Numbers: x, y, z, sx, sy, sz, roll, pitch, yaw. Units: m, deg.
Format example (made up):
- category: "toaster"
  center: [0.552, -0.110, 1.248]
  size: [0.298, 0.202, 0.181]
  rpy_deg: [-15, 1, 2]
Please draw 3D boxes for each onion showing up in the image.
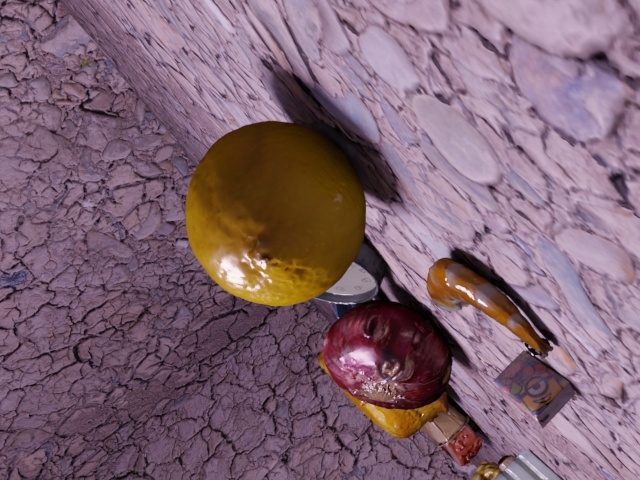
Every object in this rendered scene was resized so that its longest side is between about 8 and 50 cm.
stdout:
- category: "onion"
  center: [0.131, 0.212, 1.427]
  size: [0.246, 0.190, 0.246]
  rpy_deg: [18, 149, 11]

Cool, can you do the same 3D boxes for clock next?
- category: "clock"
  center: [0.008, 0.049, 1.367]
  size: [0.215, 0.042, 0.215]
  rpy_deg: [13, 152, 7]

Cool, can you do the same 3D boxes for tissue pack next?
- category: "tissue pack"
  center: [0.266, 0.184, 0.955]
  size: [0.035, 0.063, 0.083]
  rpy_deg: [49, 172, -38]

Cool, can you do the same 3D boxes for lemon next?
- category: "lemon"
  center: [-0.057, -0.036, 0.966]
  size: [0.263, 0.236, 0.236]
  rpy_deg: [61, -176, 39]

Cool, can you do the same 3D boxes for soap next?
- category: "soap"
  center: [0.471, 0.571, 1.580]
  size: [0.261, 0.150, 0.094]
  rpy_deg: [42, 168, 42]

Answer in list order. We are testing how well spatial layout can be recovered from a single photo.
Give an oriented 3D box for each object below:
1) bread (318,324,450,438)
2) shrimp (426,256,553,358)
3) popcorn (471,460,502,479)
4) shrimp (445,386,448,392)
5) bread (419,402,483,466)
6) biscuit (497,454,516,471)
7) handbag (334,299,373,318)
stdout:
- category: "bread"
  center: [0.163, 0.363, 2.006]
  size: [0.358, 0.204, 0.337]
  rpy_deg: [46, 173, -21]
- category: "shrimp"
  center: [0.197, 0.081, 0.899]
  size: [0.166, 0.049, 0.161]
  rpy_deg: [37, 170, 13]
- category: "popcorn"
  center: [0.504, 0.685, 2.051]
  size: [0.226, 0.200, 0.203]
  rpy_deg: [-74, -24, -62]
- category: "shrimp"
  center: [0.195, 0.310, 1.804]
  size: [0.219, 0.152, 0.046]
  rpy_deg: [40, -173, 7]
- category: "bread"
  center: [0.353, 0.537, 2.160]
  size: [0.212, 0.142, 0.224]
  rpy_deg: [51, 172, -8]
- category: "biscuit"
  center: [0.528, 0.610, 1.860]
  size: [0.061, 0.055, 0.219]
  rpy_deg: [-2, -143, -48]
- category: "handbag"
  center: [0.082, 0.169, 1.671]
  size: [0.229, 0.062, 0.179]
  rpy_deg: [58, -165, -45]
